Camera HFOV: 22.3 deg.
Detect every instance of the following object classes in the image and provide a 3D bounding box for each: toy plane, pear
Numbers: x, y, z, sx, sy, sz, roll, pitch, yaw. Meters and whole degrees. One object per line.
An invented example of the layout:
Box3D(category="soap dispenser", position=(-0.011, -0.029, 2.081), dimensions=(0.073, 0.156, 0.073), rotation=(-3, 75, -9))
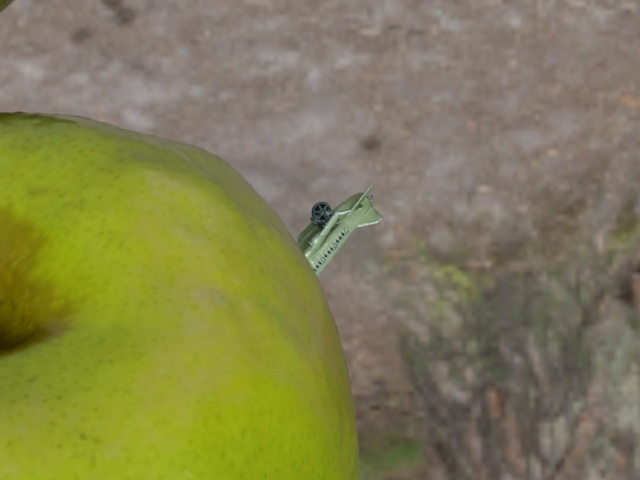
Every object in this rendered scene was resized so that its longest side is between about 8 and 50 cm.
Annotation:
Box3D(category="toy plane", position=(0.000, 0.000, 1.197), dimensions=(0.111, 0.040, 0.102), rotation=(-40, 167, -9))
Box3D(category="pear", position=(-0.156, 0.130, 0.833), dimensions=(0.391, 0.391, 0.391), rotation=(2, 157, 1))

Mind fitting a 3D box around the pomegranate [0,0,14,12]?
Box3D(category="pomegranate", position=(-0.294, -0.243, 1.177), dimensions=(0.190, 0.159, 0.241), rotation=(-24, 159, 10))
